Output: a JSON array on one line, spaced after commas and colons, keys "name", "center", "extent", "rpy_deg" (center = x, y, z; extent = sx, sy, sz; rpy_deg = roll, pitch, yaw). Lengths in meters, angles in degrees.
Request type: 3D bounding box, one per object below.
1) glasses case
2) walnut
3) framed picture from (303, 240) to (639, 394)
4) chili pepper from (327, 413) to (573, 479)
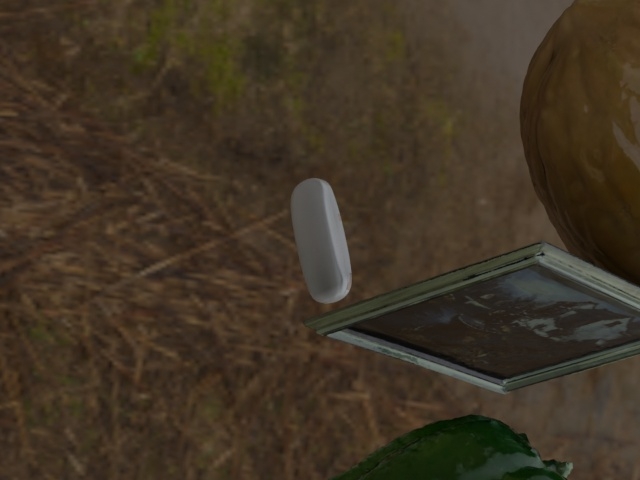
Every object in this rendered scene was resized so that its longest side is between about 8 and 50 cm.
[{"name": "glasses case", "center": [0.000, 0.000, 1.946], "extent": [0.041, 0.063, 0.164], "rpy_deg": [5, 66, -48]}, {"name": "walnut", "center": [0.323, -0.091, 1.350], "extent": [0.333, 0.333, 0.333], "rpy_deg": [-9, 101, -53]}, {"name": "framed picture", "center": [0.165, 0.076, 1.265], "extent": [0.296, 0.232, 0.019], "rpy_deg": [21, 57, -47]}, {"name": "chili pepper", "center": [0.041, 0.285, 1.114], "extent": [0.385, 0.167, 0.213], "rpy_deg": [-38, 87, -5]}]
